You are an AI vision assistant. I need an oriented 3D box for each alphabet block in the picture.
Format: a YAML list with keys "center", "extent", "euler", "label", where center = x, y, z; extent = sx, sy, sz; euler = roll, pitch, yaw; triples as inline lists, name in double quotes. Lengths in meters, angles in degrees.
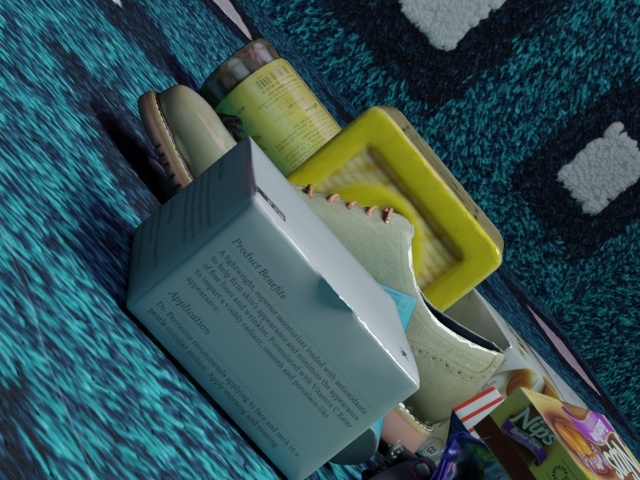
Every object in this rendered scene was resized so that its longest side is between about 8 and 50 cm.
- center: [0.051, -0.003, 1.712]
  extent: [0.193, 0.192, 0.197]
  euler: [49, 7, 1]
  label: "alphabet block"

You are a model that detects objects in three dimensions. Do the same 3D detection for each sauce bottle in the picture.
- center: [0.002, -0.067, 1.999]
  extent: [0.344, 0.111, 0.111]
  euler: [52, 8, 9]
  label: "sauce bottle"

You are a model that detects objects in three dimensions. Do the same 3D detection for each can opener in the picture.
- center: [0.053, 0.188, 1.319]
  extent: [0.073, 0.059, 0.186]
  euler: [53, 8, 14]
  label: "can opener"

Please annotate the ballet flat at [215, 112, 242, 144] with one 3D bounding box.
- center: [-0.111, -0.104, 1.830]
  extent: [0.058, 0.049, 0.173]
  euler: [5, 14, -3]
  label: "ballet flat"

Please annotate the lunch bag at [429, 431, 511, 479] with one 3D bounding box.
- center: [0.132, 0.234, 1.325]
  extent: [0.151, 0.096, 0.128]
  euler: [-97, 166, -56]
  label: "lunch bag"

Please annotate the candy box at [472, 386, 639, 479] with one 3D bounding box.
- center: [0.195, 0.176, 1.322]
  extent: [0.109, 0.053, 0.187]
  euler: [55, 16, 27]
  label: "candy box"

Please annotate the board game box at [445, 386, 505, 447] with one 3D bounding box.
- center: [0.159, 0.228, 1.480]
  extent: [0.146, 0.045, 0.193]
  euler: [55, -18, 24]
  label: "board game box"

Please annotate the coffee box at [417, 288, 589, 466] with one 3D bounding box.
- center: [0.176, 0.177, 1.746]
  extent: [0.246, 0.141, 0.098]
  euler: [43, 11, -41]
  label: "coffee box"

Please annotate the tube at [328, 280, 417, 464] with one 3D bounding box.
- center: [0.031, 0.091, 1.410]
  extent: [0.080, 0.052, 0.207]
  euler: [27, 36, -10]
  label: "tube"

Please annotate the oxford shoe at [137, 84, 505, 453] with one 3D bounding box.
- center: [0.000, 0.000, 1.554]
  extent: [0.397, 0.146, 0.140]
  euler: [49, 8, -10]
  label: "oxford shoe"

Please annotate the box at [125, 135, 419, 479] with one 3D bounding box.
- center: [-0.036, 0.045, 1.264]
  extent: [0.181, 0.119, 0.182]
  euler: [49, 8, -15]
  label: "box"
